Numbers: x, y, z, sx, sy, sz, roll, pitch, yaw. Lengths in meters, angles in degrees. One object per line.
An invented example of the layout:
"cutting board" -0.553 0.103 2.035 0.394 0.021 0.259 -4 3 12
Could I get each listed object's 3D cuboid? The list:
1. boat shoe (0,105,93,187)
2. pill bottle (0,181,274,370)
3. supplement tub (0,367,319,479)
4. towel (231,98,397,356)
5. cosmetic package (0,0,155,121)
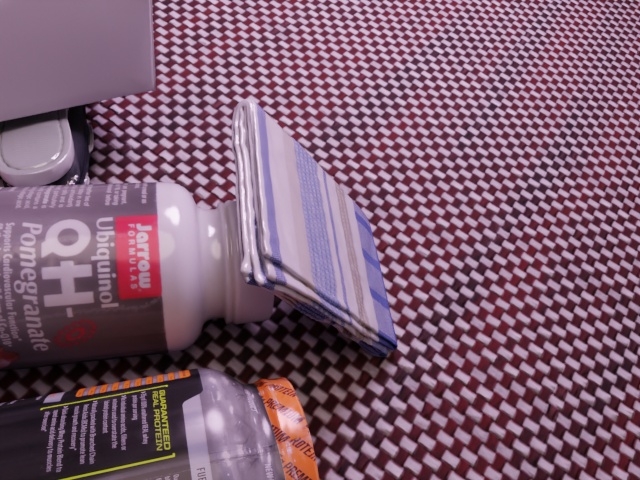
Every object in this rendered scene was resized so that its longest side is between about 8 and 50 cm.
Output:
"boat shoe" -0.346 -0.139 0.681 0.114 0.091 0.302 -6 45 -11
"pill bottle" -0.214 0.031 0.548 0.319 0.176 0.176 -4 59 -14
"supplement tub" -0.168 0.212 0.430 0.316 0.193 0.193 -7 59 -16
"towel" 0.000 0.000 0.588 0.034 0.285 0.209 -22 57 22
"cosmetic package" -0.390 -0.234 0.587 0.366 0.155 0.197 -23 50 -34
